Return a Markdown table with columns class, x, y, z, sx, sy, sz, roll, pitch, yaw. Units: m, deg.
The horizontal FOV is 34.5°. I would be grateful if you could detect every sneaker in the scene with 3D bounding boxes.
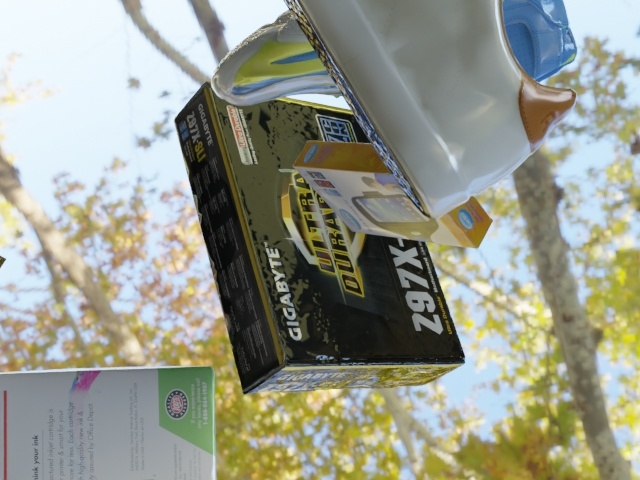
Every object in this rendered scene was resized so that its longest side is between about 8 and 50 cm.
| class | x | y | z | sx | sy | sz | roll | pitch | yaw |
| --- | --- | --- | --- | --- | --- | --- | --- | --- | --- |
| sneaker | 0.030 | -0.163 | 0.535 | 0.123 | 0.290 | 0.106 | -32 | -171 | 2 |
| sneaker | 0.051 | -0.108 | 0.657 | 0.240 | 0.126 | 0.091 | -20 | -160 | 22 |

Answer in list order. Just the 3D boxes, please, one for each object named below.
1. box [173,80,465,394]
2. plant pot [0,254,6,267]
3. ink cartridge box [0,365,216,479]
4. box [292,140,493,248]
| class | x | y | z | sx | sy | sz | roll | pitch | yaw |
| --- | --- | --- | --- | --- | --- | --- | --- | --- | --- |
| box | 0.000 | 0.000 | 1.102 | 0.257 | 0.322 | 0.079 | 7 | 148 | -42 |
| plant pot | -0.442 | 0.037 | 1.236 | 0.081 | 0.081 | 0.083 | 15 | -102 | 55 |
| ink cartridge box | -0.307 | 0.254 | 1.205 | 0.353 | 0.207 | 0.119 | 1 | 173 | -20 |
| box | 0.043 | -0.033 | 0.713 | 0.136 | 0.081 | 0.028 | 6 | -121 | 45 |
